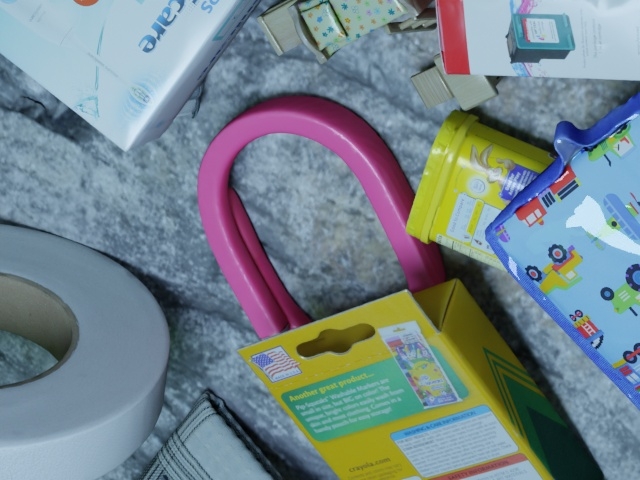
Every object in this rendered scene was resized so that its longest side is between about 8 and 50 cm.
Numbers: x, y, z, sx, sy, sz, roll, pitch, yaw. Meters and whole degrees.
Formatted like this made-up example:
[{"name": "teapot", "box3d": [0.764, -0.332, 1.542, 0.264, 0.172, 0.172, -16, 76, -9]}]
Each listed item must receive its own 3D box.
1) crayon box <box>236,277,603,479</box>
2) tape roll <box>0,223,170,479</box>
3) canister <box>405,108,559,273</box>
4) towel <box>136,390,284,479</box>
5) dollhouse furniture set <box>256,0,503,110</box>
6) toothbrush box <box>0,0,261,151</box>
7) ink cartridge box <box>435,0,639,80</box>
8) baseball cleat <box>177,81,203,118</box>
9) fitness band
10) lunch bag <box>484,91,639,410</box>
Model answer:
[{"name": "crayon box", "box3d": [0.098, 0.165, 1.882, 0.203, 0.083, 0.323, -21, 120, 33]}, {"name": "tape roll", "box3d": [-0.340, 0.110, 1.916, 0.392, 0.392, 0.072, 19, 123, 16]}, {"name": "canister", "box3d": [0.176, -0.029, 1.787, 0.170, 0.073, 0.126, 24, 124, 11]}, {"name": "towel", "box3d": [-0.106, 0.375, 2.049, 0.324, 0.056, 0.312, 47, 115, 24]}, {"name": "dollhouse furniture set", "box3d": [0.042, -0.158, 1.764, 0.182, 0.101, 0.161, -25, 103, 33]}, {"name": "toothbrush box", "box3d": [-0.211, -0.255, 1.783, 0.295, 0.126, 0.216, 39, 103, 2]}, {"name": "ink cartridge box", "box3d": [0.185, -0.195, 1.656, 0.231, 0.134, 0.078, 4, 118, 25]}, {"name": "baseball cleat", "box3d": [-0.210, -0.165, 1.902, 0.206, 0.072, 0.109, 20, 122, 16]}, {"name": "fitness band", "box3d": [0.000, 0.000, 1.900, 0.209, 0.054, 0.291, -18, 108, 32]}, {"name": "lunch bag", "box3d": [0.297, 0.009, 1.668, 0.293, 0.138, 0.221, 41, 122, -13]}]
